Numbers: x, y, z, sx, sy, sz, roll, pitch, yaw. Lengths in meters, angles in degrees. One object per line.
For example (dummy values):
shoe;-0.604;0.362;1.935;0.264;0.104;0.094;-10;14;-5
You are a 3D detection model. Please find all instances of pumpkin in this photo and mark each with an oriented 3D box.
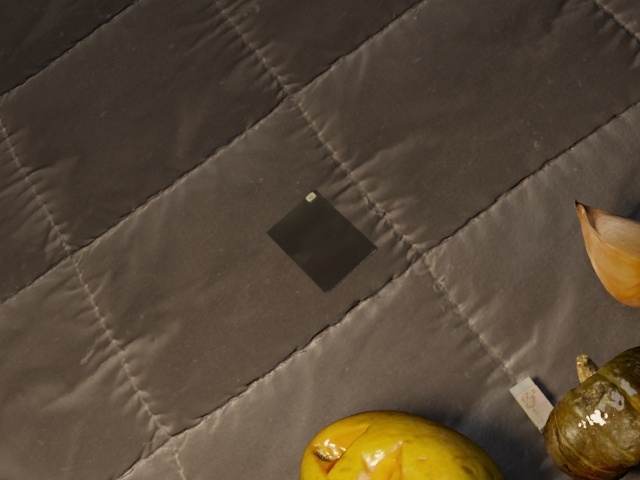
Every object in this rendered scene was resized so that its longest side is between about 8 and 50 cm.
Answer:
pumpkin;0.389;0.224;1.812;0.219;0.219;0.162;-38;81;-3

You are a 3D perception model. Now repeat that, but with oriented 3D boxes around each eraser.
eraser;0.311;0.237;1.965;0.038;0.019;0.083;-36;50;0

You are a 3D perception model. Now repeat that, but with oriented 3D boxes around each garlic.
garlic;0.457;0.031;1.985;0.206;0.128;0.115;41;124;46

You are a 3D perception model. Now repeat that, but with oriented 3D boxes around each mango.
mango;0.111;0.366;1.884;0.365;0.182;0.253;24;73;48

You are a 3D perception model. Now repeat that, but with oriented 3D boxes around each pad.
pad;0.000;0.000;2.293;0.116;0.004;0.193;-41;51;-5
